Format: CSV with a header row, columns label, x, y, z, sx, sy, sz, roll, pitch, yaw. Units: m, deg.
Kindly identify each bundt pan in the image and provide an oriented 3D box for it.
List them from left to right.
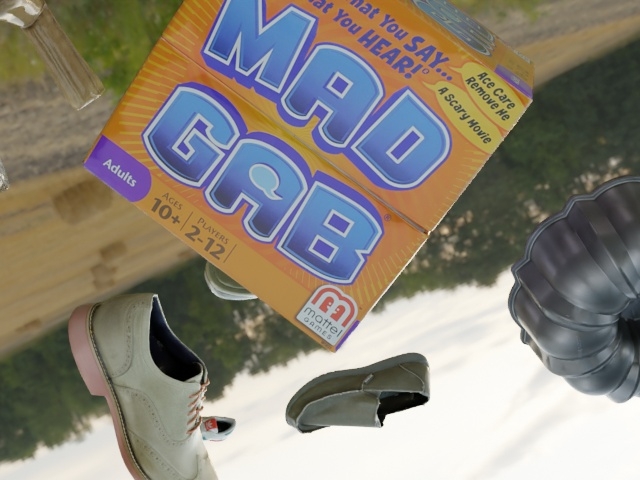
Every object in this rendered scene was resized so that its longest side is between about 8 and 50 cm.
label,x,y,z,sx,sy,sz,roll,pitch,yaw
bundt pan,0.419,0.082,1.343,0.331,0.331,0.124,-26,-148,10

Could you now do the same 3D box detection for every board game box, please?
label,x,y,z,sx,sy,sz,roll,pitch,yaw
board game box,0.008,-0.155,1.243,0.356,0.356,0.356,-53,180,19

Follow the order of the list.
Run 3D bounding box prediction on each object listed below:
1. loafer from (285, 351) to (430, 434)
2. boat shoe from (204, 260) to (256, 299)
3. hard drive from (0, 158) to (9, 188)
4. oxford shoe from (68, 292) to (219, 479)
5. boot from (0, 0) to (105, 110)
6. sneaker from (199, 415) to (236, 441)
label,x,y,z,sx,sy,sz,roll,pitch,yaw
loafer,0.065,0.256,1.650,0.251,0.087,0.094,-21,137,-1
boat shoe,-0.064,0.026,1.658,0.302,0.113,0.103,-21,173,-34
hard drive,-0.531,-0.220,1.432,0.064,0.339,0.237,-25,-174,-12
oxford shoe,-0.228,0.257,1.545,0.146,0.397,0.140,-18,-156,17
boot,-0.523,-0.372,1.969,0.089,0.269,0.236,-24,-160,15
sneaker,-0.240,0.365,2.013,0.161,0.057,0.075,4,152,-30
